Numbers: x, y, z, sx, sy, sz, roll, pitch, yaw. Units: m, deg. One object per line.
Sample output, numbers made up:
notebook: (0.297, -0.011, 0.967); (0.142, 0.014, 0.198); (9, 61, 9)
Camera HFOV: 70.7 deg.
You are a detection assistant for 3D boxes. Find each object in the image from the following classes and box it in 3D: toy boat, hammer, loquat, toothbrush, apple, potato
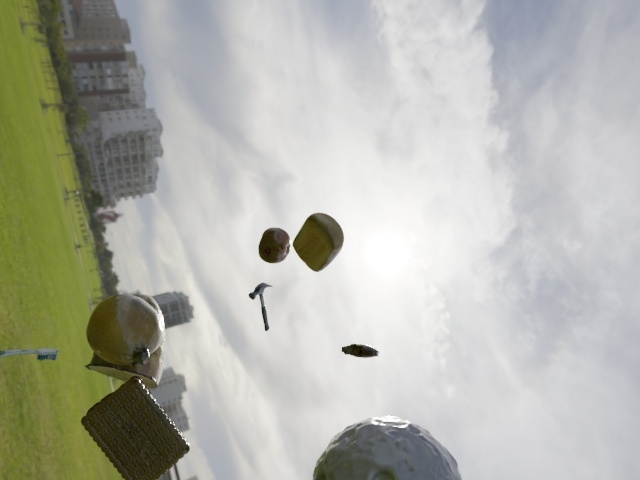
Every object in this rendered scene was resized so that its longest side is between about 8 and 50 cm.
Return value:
toy boat: (0.141, 0.394, 1.613); (0.149, 0.048, 0.047); (-4, -106, 37)
hammer: (-0.214, 0.258, 1.724); (0.029, 0.103, 0.247); (24, -41, 28)
loquat: (-0.451, 0.215, 1.051); (0.204, 0.149, 0.172); (44, -3, 32)
toothbrush: (-0.780, 0.266, 1.044); (0.030, 0.303, 0.030); (-15, -110, 49)
apple: (-0.154, 0.017, 1.527); (0.126, 0.101, 0.126); (13, 90, -84)
potato: (-0.569, 0.295, 1.393); (0.229, 0.229, 0.266); (127, -24, -58)

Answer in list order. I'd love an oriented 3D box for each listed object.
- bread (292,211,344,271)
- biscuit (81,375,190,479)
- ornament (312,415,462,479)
bread: (0.000, 0.000, 1.369); (0.147, 0.098, 0.217); (49, -34, 4)
biscuit: (-0.479, 0.502, 1.174); (0.255, 0.172, 0.029); (51, -19, 1)
ornament: (0.140, 0.534, 0.944); (0.337, 0.336, 0.338); (38, -45, 52)
